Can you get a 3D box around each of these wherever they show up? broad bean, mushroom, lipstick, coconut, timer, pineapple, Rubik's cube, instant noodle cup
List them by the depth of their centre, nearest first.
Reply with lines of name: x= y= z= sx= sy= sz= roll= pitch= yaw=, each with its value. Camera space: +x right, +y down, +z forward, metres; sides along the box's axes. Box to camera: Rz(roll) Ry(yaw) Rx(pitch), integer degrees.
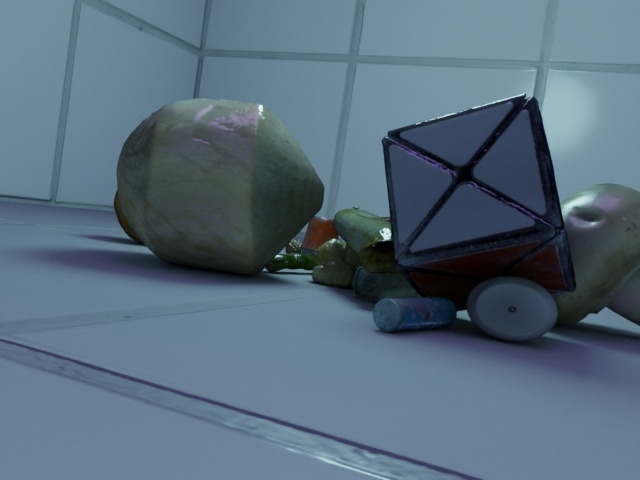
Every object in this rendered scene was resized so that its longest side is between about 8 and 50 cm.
lipstick: x=0.138 y=0.105 z=0.972 sx=0.048 sy=0.048 sz=0.158 roll=10 pitch=3 yaw=39
timer: x=0.286 y=0.103 z=1.017 sx=0.136 sy=0.099 sz=0.136 roll=18 pitch=-5 yaw=2
Rubik's cube: x=0.261 y=-0.047 z=1.114 sx=0.255 sy=0.260 sz=0.259 roll=-11 pitch=-31 yaw=20
mushroom: x=0.535 y=0.028 z=1.293 sx=0.356 sy=0.315 sz=0.315 roll=0 pitch=4 yaw=-12
mushroom: x=0.095 y=-0.010 z=1.295 sx=0.100 sy=0.081 sz=0.312 roll=9 pitch=13 yaw=-12
lipstick: x=0.165 y=0.078 z=1.327 sx=0.077 sy=0.078 sz=0.253 roll=14 pitch=8 yaw=40
coconut: x=-0.195 y=-0.108 z=1.398 sx=0.416 sy=0.344 sz=0.415 roll=5 pitch=4 yaw=0
broad bean: x=-0.044 y=0.056 z=1.585 sx=0.256 sy=0.052 sz=0.052 roll=10 pitch=42 yaw=-48
instant noodle cup: x=0.002 y=0.000 z=1.970 sx=0.127 sy=0.135 sz=0.127 roll=9 pitch=3 yaw=0
pineapple: x=-0.048 y=0.030 z=2.169 sx=0.124 sy=0.058 sz=0.058 roll=13 pitch=1 yaw=-16

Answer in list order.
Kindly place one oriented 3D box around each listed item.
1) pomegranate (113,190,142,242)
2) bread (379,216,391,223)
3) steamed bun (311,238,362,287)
pomegranate: x=-0.443 y=-0.092 z=1.795 sx=0.207 sy=0.207 sz=0.207 roll=8 pitch=2 yaw=0
bread: x=0.224 y=0.015 z=1.959 sx=0.196 sy=0.176 sz=0.246 roll=-4 pitch=1 yaw=21
steamed bun: x=0.083 y=0.048 z=1.463 sx=0.192 sy=0.106 sz=0.177 roll=11 pitch=5 yaw=25
